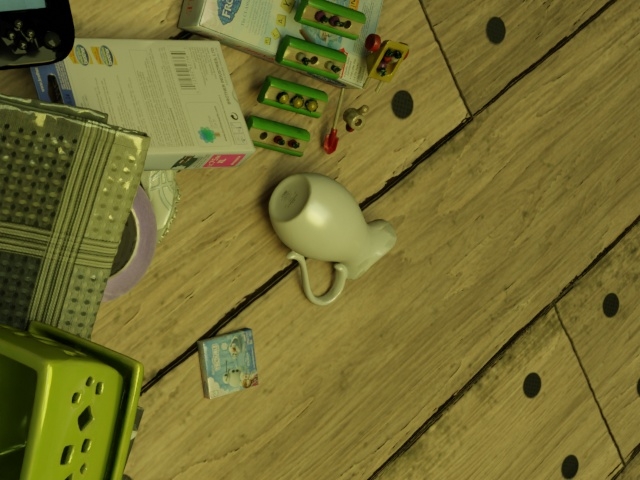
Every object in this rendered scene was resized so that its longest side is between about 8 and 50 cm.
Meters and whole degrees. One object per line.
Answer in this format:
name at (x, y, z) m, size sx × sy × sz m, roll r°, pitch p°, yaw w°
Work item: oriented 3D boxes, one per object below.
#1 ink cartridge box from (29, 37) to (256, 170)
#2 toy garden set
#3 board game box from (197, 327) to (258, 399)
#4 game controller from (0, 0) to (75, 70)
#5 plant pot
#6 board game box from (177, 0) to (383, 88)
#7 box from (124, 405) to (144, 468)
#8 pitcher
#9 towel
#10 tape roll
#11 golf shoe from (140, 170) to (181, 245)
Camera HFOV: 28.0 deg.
ink cartridge box at (-0.255, -0.187, 1.771) m, size 0.311 × 0.065 × 0.186 m, roll -4°, pitch 67°, yaw -38°
toy garden set at (0.017, -0.229, 1.952) m, size 0.203 × 0.049 × 0.244 m, roll 11°, pitch 114°, yaw -35°
board game box at (-0.140, 0.187, 1.957) m, size 0.090 × 0.020 × 0.090 m, roll -14°, pitch 102°, yaw -34°
game controller at (-0.419, -0.373, 1.642) m, size 0.166 × 0.067 × 0.319 m, roll -11°, pitch 87°, yaw -37°
plant pot at (-0.353, 0.217, 1.560) m, size 0.207 × 0.228 × 0.227 m, roll 2°, pitch 102°, yaw -57°
board game box at (-0.037, -0.426, 1.952) m, size 0.318 × 0.066 × 0.319 m, roll 16°, pitch 85°, yaw -37°
box at (-0.400, 0.337, 1.741) m, size 0.242 × 0.076 × 0.308 m, roll 25°, pitch 78°, yaw -35°
pitcher at (0.000, 0.000, 1.994) m, size 0.207 × 0.125 × 0.178 m, roll 35°, pitch 89°, yaw -45°
towel at (-0.397, -0.032, 1.622) m, size 0.312 × 0.056 × 0.324 m, roll 13°, pitch 110°, yaw -23°
tape roll at (-0.325, -0.010, 1.767) m, size 0.189 × 0.080 × 0.189 m, roll -4°, pitch 97°, yaw -36°
golf shoe at (-0.240, -0.083, 1.845) m, size 0.086 × 0.069 × 0.176 m, roll 15°, pitch 79°, yaw -19°
